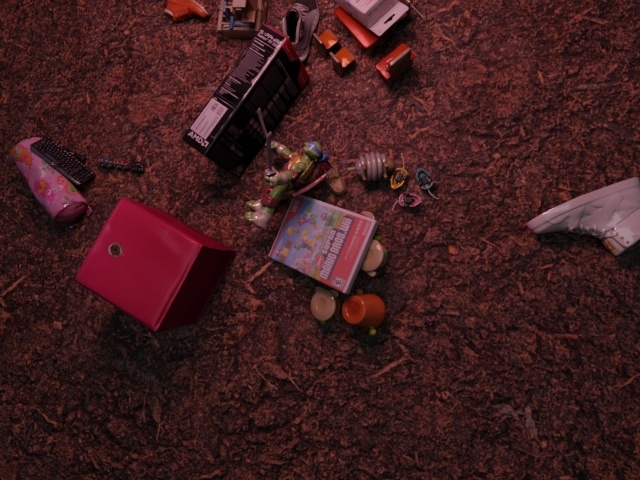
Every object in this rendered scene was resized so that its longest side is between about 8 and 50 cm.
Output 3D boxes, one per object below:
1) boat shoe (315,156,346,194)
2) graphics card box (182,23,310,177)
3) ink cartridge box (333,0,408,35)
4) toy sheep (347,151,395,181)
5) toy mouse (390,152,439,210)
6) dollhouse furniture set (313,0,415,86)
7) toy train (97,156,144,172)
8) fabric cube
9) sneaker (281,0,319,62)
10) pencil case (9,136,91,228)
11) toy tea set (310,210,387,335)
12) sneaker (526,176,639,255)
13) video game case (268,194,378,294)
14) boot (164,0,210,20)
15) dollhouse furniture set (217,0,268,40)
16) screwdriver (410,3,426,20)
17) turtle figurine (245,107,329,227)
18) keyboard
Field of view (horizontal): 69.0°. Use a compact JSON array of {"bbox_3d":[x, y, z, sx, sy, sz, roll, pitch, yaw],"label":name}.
[{"bbox_3d":[0.024,-0.189,1.326,0.050,0.045,0.135,-36,80,5],"label":"boat shoe"},{"bbox_3d":[-0.193,-0.368,1.282,0.094,0.233,0.371,35,92,14],"label":"graphics card box"},{"bbox_3d":[0.126,-0.648,1.234,0.115,0.067,0.198,-43,69,3],"label":"ink cartridge box"},{"bbox_3d":[0.141,-0.203,1.287,0.132,0.091,0.091,-2,85,-3],"label":"toy sheep"},{"bbox_3d":[0.261,-0.142,1.290,0.143,0.031,0.161,23,89,11],"label":"toy mouse"},{"bbox_3d":[0.146,-0.570,1.293,0.262,0.135,0.259,-39,80,4],"label":"dollhouse furniture set"},{"bbox_3d":[-0.619,-0.237,1.445,0.158,0.027,0.036,8,83,10],"label":"toy train"},{"bbox_3d":[-0.436,0.070,1.272,0.258,0.259,0.254,29,89,10],"label":"fabric cube"},{"bbox_3d":[-0.058,-0.638,1.328,0.086,0.132,0.228,6,80,9],"label":"sneaker"},{"bbox_3d":[-0.830,-0.179,1.434,0.124,0.124,0.284,-39,81,4],"label":"pencil case"},{"bbox_3d":[0.108,0.087,1.275,0.200,0.124,0.336,17,91,40],"label":"toy tea set"},{"bbox_3d":[0.691,-0.033,1.172,0.293,0.108,0.169,-20,79,6],"label":"sneaker"},{"bbox_3d":[0.000,0.000,1.265,0.285,0.025,0.204,22,89,36],"label":"video game case"},{"bbox_3d":[-0.414,-0.709,1.441,0.158,0.059,0.084,31,94,19],"label":"boot"},{"bbox_3d":[-0.241,-0.682,1.341,0.129,0.184,0.128,5,86,10],"label":"dollhouse furniture set"},{"bbox_3d":[0.246,-0.695,1.350,0.025,0.024,0.170,-40,86,34],"label":"screwdriver"},{"bbox_3d":[-0.139,-0.188,1.251,0.266,0.275,0.198,-55,52,20],"label":"turtle figurine"},{"bbox_3d":[-0.780,-0.252,1.433,0.180,0.108,0.023,41,123,-9],"label":"keyboard"}]
